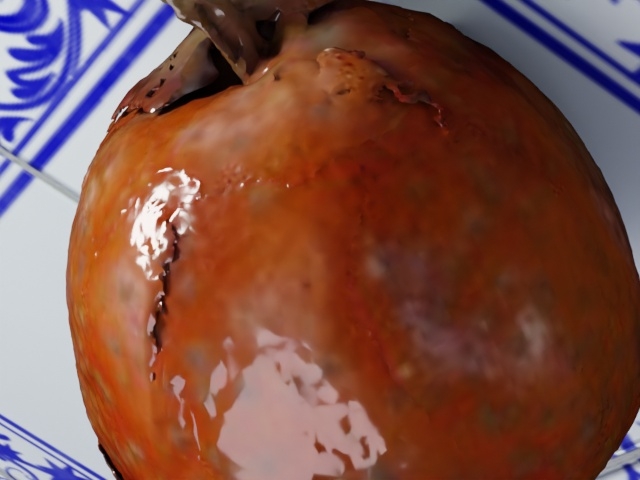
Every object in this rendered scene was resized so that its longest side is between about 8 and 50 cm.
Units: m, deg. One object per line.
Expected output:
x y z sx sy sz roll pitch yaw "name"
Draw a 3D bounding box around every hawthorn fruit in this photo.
0.000 0.000 0.853 0.276 0.276 0.307 3 127 35 "hawthorn fruit"
